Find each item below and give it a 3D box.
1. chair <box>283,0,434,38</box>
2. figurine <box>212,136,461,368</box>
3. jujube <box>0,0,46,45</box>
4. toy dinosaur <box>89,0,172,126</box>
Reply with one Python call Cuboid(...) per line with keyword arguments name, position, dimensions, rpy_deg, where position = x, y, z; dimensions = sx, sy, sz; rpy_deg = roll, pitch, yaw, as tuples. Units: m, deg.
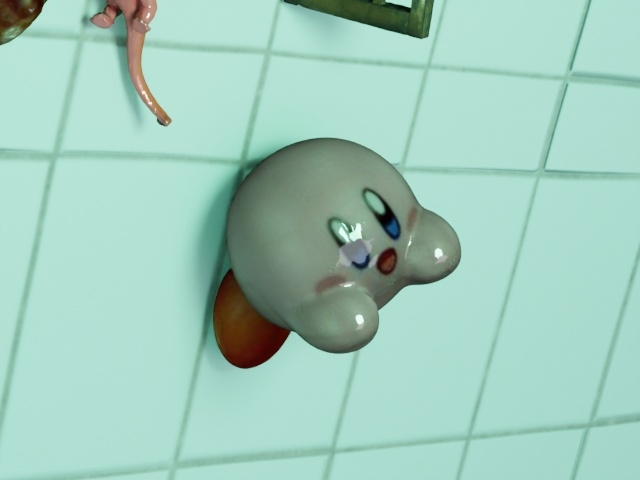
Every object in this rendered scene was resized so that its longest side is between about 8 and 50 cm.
Cuboid(name="chair", position=(0.008, -0.403, 1.866), dimensions=(0.240, 0.203, 0.416), rpy_deg=(-27, 129, -58))
Cuboid(name="figurine", position=(-0.006, -0.004, 2.091), dimensions=(0.269, 0.261, 0.211), rpy_deg=(-38, 103, -21))
Cuboid(name="jujube", position=(-0.338, -0.280, 1.658), dimensions=(0.243, 0.183, 0.183), rpy_deg=(42, 80, -33))
Cuboid(name="toy dinosaur", position=(-0.175, -0.266, 1.914), dimensions=(0.139, 0.070, 0.286), rpy_deg=(-58, 142, -37))
